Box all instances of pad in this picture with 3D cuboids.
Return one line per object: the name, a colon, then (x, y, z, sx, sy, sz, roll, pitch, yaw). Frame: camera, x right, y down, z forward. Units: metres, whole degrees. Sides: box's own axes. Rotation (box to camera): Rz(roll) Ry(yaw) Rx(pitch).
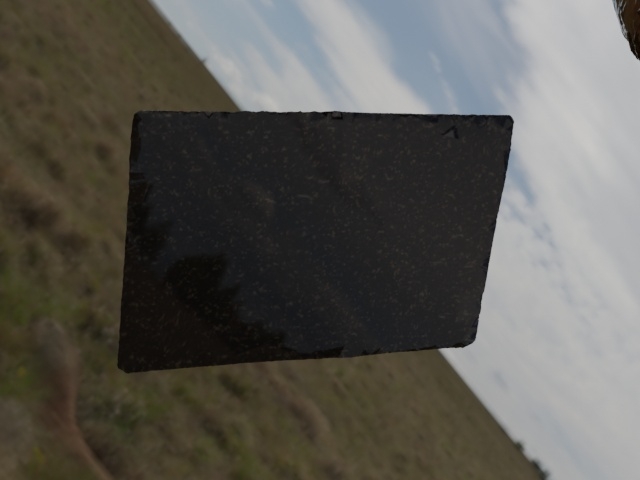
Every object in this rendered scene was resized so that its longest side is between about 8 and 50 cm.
pad: (0.000, 0.000, 0.991, 0.004, 0.330, 0.220, -136, -131, -58)

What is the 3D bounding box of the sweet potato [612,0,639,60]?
sweet potato: (0.178, -0.138, 0.631, 0.066, 0.072, 0.314, 16, 31, -8)
